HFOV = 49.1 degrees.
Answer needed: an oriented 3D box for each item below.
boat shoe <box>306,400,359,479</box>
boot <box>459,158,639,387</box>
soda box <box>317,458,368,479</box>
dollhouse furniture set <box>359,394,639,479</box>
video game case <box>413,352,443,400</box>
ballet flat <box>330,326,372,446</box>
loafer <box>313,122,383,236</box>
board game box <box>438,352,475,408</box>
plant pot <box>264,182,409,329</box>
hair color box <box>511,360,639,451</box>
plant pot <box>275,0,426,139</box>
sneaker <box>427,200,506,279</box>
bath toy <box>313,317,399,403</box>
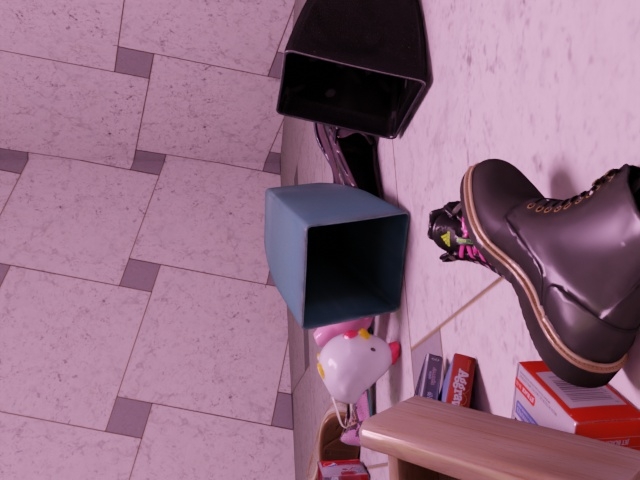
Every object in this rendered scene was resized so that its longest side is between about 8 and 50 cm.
[{"bbox_3d":[0.023,0.482,1.454,0.098,0.109,0.302,-100,16,-78],"label":"boat shoe"},{"bbox_3d":[0.170,-0.022,0.471,0.137,0.076,0.198,104,152,-45],"label":"boot"},{"bbox_3d":[0.041,0.560,1.334,0.083,0.092,0.263,-164,75,-82],"label":"soda box"},{"bbox_3d":[0.004,0.270,0.332,0.362,0.394,0.257,3,101,46],"label":"dollhouse furniture set"},{"bbox_3d":[0.089,0.268,0.750,0.274,0.026,0.196,-53,-23,-67],"label":"video game case"},{"bbox_3d":[0.056,0.259,1.270,0.077,0.079,0.222,126,144,-79],"label":"ballet flat"},{"bbox_3d":[0.063,-0.150,1.222,0.095,0.109,0.303,-37,58,58],"label":"loafer"},{"bbox_3d":[0.109,0.264,0.692,0.145,0.027,0.281,99,-170,-45],"label":"board game box"},{"bbox_3d":[0.000,0.000,1.103,0.234,0.165,0.166,41,134,54],"label":"plant pot"},{"bbox_3d":[0.170,0.180,0.494,0.093,0.053,0.167,-120,29,-74],"label":"hair color box"},{"bbox_3d":[0.048,-0.273,0.999,0.187,0.188,0.167,114,166,-73],"label":"plant pot"},{"bbox_3d":[0.141,-0.001,0.629,0.170,0.074,0.063,-120,31,-75],"label":"sneaker"},{"bbox_3d":[0.047,0.128,1.185,0.348,0.129,0.151,-102,-13,-66],"label":"bath toy"}]
